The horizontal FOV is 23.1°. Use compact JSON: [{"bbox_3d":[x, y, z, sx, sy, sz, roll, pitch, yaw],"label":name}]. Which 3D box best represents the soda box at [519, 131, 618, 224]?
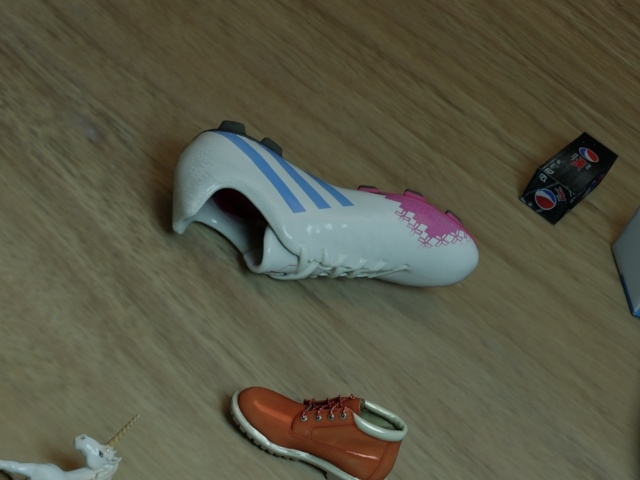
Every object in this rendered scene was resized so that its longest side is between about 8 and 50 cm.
[{"bbox_3d":[0.316,-0.080,1.980,0.060,0.053,0.169,38,34,12],"label":"soda box"}]

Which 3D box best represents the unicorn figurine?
[{"bbox_3d":[-0.218,0.194,1.198,0.111,0.060,0.162,22,49,-12],"label":"unicorn figurine"}]

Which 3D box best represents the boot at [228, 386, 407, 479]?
[{"bbox_3d":[0.000,0.157,1.383,0.158,0.085,0.059,25,34,-4],"label":"boot"}]

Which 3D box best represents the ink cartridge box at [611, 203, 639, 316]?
[{"bbox_3d":[0.464,0.048,1.893,0.190,0.082,0.140,20,34,-17],"label":"ink cartridge box"}]

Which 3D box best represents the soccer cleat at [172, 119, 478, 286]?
[{"bbox_3d":[0.000,0.000,1.594,0.331,0.116,0.143,21,49,-9],"label":"soccer cleat"}]
